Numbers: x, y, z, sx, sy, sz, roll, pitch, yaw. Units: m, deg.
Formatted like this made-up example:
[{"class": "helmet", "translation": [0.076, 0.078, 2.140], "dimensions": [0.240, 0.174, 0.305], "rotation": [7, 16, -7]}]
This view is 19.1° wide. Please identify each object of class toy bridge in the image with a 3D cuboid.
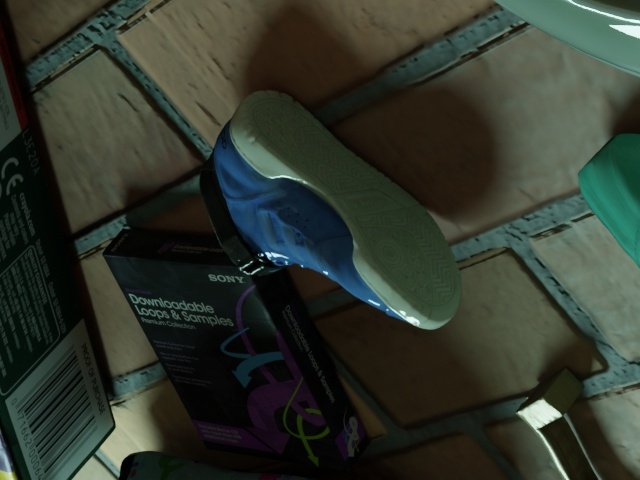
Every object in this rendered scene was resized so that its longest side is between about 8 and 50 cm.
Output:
[{"class": "toy bridge", "translation": [0.177, 0.147, 1.018], "dimensions": [0.188, 0.026, 0.063], "rotation": [42, 146, -5]}]

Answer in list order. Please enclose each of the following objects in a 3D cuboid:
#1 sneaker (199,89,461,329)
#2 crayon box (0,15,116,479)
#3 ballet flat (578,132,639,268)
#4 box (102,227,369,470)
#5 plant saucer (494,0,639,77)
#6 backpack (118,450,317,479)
[{"class": "sneaker", "translation": [0.000, -0.001, 0.981], "dimensions": [0.152, 0.058, 0.084], "rotation": [43, 138, 2]}, {"class": "crayon box", "translation": [-0.312, -0.020, 1.194], "dimensions": [0.313, 0.106, 0.363], "rotation": [19, 139, 27]}, {"class": "ballet flat", "translation": [0.211, 0.030, 0.811], "dimensions": [0.247, 0.087, 0.083], "rotation": [25, 142, 18]}, {"class": "box", "translation": [-0.050, 0.065, 1.123], "dimensions": [0.116, 0.029, 0.162], "rotation": [3, 130, 39]}, {"class": "plant saucer", "translation": [0.121, -0.185, 0.647], "dimensions": [0.400, 0.100, 0.400], "rotation": [23, 141, 21]}, {"class": "backpack", "translation": [-0.037, 0.253, 1.194], "dimensions": [0.253, 0.191, 0.225], "rotation": [-4, 126, 37]}]
